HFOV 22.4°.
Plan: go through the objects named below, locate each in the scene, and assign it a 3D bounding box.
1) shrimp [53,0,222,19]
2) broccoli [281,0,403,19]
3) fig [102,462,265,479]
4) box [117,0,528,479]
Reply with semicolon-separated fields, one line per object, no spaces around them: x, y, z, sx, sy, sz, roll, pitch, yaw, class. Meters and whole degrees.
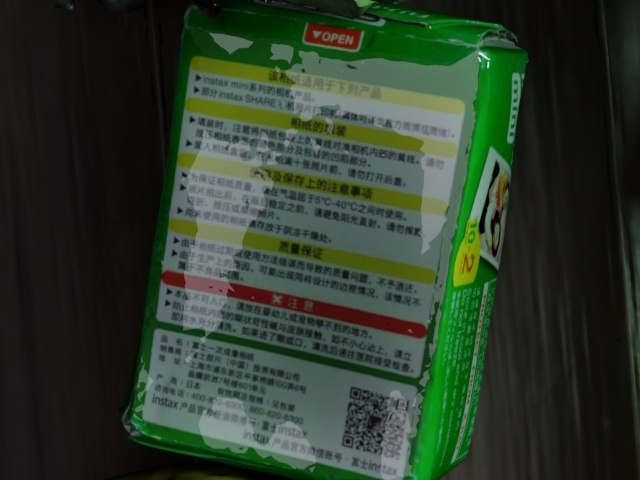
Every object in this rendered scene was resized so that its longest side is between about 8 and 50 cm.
-0.154;-0.293;0.826;0.272;0.085;0.445;-47;65;28;shrimp
0.031;-0.226;0.711;0.265;0.294;0.245;21;89;-13;broccoli
-0.073;0.216;0.837;0.181;0.181;0.191;-4;121;18;fig
0.000;0.000;0.828;0.180;0.103;0.250;12;99;17;box
